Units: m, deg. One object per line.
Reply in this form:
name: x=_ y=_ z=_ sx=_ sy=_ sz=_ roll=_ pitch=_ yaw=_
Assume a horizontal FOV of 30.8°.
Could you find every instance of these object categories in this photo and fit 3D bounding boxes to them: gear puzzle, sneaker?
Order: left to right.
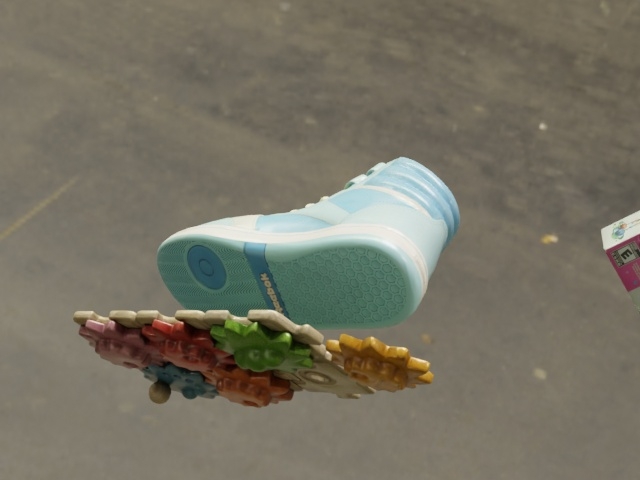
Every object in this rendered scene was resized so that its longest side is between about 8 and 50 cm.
gear puzzle: x=-0.050 y=0.113 z=0.987 sx=0.339 sy=0.175 sz=0.044 roll=-3 pitch=60 yaw=37
sneaker: x=0.000 y=0.000 z=1.205 sx=0.319 sy=0.127 sz=0.208 roll=2 pitch=31 yaw=33

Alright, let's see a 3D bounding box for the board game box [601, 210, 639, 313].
board game box: x=0.599 y=0.023 z=1.696 sx=0.303 sy=0.224 sz=0.097 roll=-29 pitch=10 yaw=17
